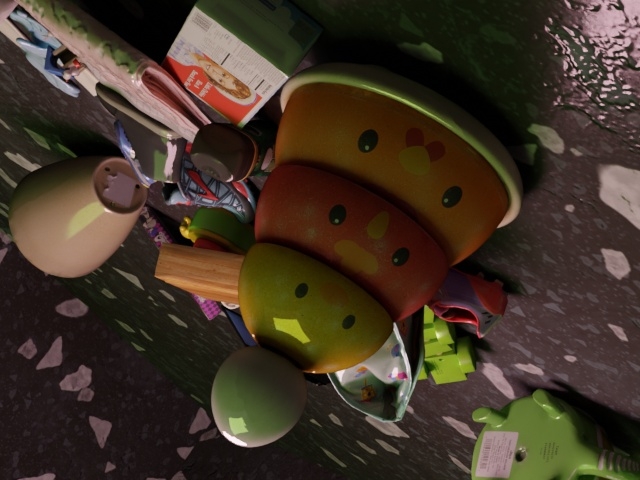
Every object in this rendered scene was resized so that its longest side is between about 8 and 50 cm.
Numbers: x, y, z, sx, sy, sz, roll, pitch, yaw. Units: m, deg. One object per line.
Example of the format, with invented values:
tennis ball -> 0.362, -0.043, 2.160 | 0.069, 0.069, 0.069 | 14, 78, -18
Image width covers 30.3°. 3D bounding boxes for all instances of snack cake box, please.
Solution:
snack cake box -> -0.114, -0.259, 1.604 | 0.152, 0.089, 0.264 | 36, 162, -9

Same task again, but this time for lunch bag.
lunch bag -> 0.079, 0.117, 1.793 | 0.160, 0.223, 0.262 | -19, 119, 17

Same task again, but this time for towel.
towel -> -0.311, -0.267, 1.819 | 0.331, 0.053, 0.317 | 35, 175, 28

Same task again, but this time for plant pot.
plant pot -> -0.485, -0.076, 2.505 | 0.256, 0.256, 0.274 | 42, 144, -21

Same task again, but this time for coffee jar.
coffee jar -> -0.117, -0.136, 1.789 | 0.096, 0.079, 0.184 | 27, -164, 19

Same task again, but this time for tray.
tray -> -0.075, 0.088, 2.168 | 0.410, 0.076, 0.203 | 8, 170, 22

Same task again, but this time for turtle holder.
turtle holder -> 0.436, 0.395, 2.125 | 0.227, 0.243, 0.320 | 29, 127, -32

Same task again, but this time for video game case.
video game case -> -0.322, 0.052, 2.691 | 0.210, 0.041, 0.232 | 50, 171, 30

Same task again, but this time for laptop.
laptop -> -0.047, 0.209, 2.528 | 0.264, 0.137, 0.234 | -20, 144, 36

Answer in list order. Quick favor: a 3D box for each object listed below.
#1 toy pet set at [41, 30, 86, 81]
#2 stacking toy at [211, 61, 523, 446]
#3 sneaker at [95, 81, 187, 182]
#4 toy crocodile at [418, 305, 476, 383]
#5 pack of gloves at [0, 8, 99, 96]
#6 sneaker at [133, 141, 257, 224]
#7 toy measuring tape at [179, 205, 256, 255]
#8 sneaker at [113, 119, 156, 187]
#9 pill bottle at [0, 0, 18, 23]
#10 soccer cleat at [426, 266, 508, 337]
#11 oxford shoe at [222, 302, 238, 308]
toy pet set -> -0.456, -0.321, 2.020 | 0.122, 0.065, 0.114 | 56, -178, 4
stacking toy -> 0.017, 0.050, 1.500 | 0.350, 0.480, 0.351 | 25, 163, 8
sneaker -> -0.315, -0.188, 2.026 | 0.222, 0.083, 0.118 | 37, 132, 33
toy crocodile -> 0.199, 0.170, 2.112 | 0.115, 0.105, 0.340 | -13, 148, 17
pack of gloves -> -0.515, -0.332, 2.177 | 0.232, 0.046, 0.195 | 46, 158, -29
sneaker -> -0.231, -0.101, 2.133 | 0.262, 0.125, 0.104 | 42, 161, -20
toy measuring tape -> -0.147, -0.008, 2.260 | 0.330, 0.121, 0.121 | 11, 151, 34
sneaker -> -0.349, -0.175, 2.282 | 0.144, 0.059, 0.053 | 60, -175, -21
pill bottle -> -0.629, -0.453, 1.878 | 0.301, 0.169, 0.169 | 42, 160, -23
soccer cleat -> 0.186, 0.077, 1.908 | 0.248, 0.095, 0.083 | 22, 158, 33
oxford shoe -> -0.184, 0.080, 2.504 | 0.169, 0.130, 0.449 | 36, 164, -16
